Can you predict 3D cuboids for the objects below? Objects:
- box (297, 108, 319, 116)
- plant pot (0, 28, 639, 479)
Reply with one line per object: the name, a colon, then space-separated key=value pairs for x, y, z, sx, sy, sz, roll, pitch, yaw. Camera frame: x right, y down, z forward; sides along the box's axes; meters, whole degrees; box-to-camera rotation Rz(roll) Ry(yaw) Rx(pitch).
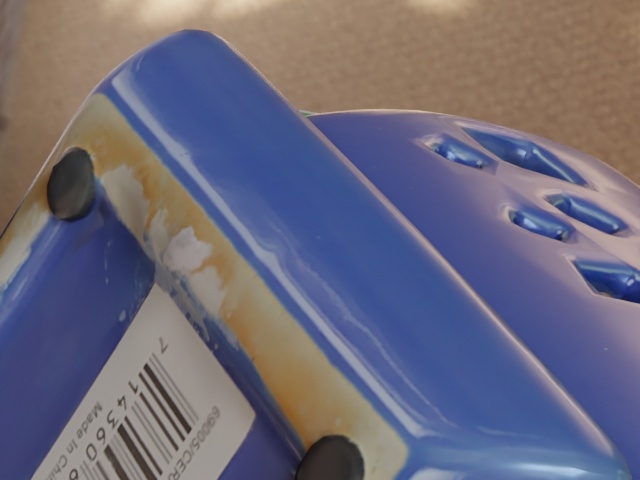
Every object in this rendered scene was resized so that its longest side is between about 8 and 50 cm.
box: x=0.000 y=0.000 z=0.921 sx=0.101 sy=0.087 sz=0.102 roll=-71 pitch=-7 yaw=-69
plant pot: x=0.012 y=0.093 z=0.501 sx=0.236 sy=0.212 sz=0.236 roll=-56 pitch=41 yaw=14
